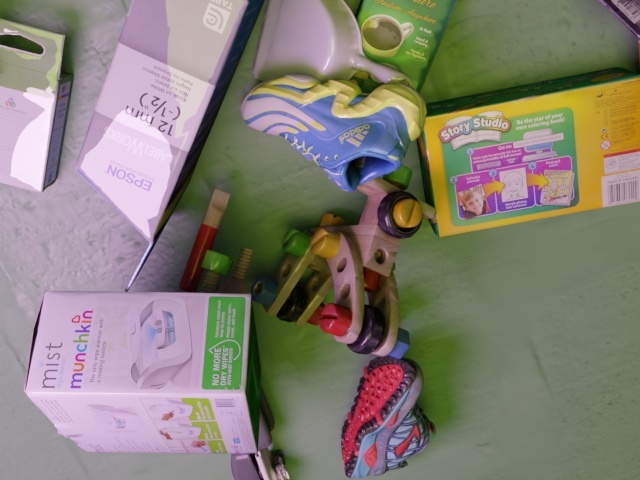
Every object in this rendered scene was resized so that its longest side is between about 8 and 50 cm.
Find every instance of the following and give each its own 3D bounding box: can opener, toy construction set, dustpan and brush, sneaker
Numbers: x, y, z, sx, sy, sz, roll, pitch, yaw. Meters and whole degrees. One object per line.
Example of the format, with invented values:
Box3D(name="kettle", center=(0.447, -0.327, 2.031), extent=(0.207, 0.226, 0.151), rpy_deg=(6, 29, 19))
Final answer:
Box3D(name="can opener", center=(-0.112, 0.288, 1.125), extent=(0.093, 0.074, 0.280), rpy_deg=(-12, 111, 5))
Box3D(name="toy construction set", center=(0.000, 0.000, 0.958), extent=(0.309, 0.257, 0.237), rpy_deg=(18, 86, -5))
Box3D(name="dustpan and brush", center=(0.019, -0.228, 0.902), extent=(0.211, 0.060, 0.147), rpy_deg=(36, 122, 31))
Box3D(name="sneaker", center=(0.114, 0.257, 1.092), extent=(0.125, 0.104, 0.261), rpy_deg=(4, 136, -15))
Box3D(name="sneaker", center=(0.000, -0.126, 0.875), extent=(0.240, 0.126, 0.091), rpy_deg=(2, 151, 25))

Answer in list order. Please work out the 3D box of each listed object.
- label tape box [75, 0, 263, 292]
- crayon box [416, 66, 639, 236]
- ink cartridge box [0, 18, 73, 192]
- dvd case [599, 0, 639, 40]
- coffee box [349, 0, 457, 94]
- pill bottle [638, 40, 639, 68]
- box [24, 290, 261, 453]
Box3D(name="label tape box", center=(-0.182, -0.150, 0.858), extent=(0.115, 0.249, 0.347), rpy_deg=(25, 111, -9))
Box3D(name="crayon box", center=(0.271, -0.115, 0.965), extent=(0.279, 0.081, 0.165), rpy_deg=(-10, 111, 4))
Box3D(name="ink cartridge box", center=(-0.387, -0.176, 0.949), extent=(0.109, 0.062, 0.209), rpy_deg=(14, 110, -5))
Box3D(name="dvd case", center=(0.409, -0.359, 0.852), extent=(0.221, 0.018, 0.164), rpy_deg=(-39, 65, 14))
Box3D(name="coffee box", center=(0.090, -0.249, 0.934), extent=(0.113, 0.040, 0.184), rpy_deg=(17, 111, -6))
Box3D(name="pill bottle", center=(0.458, -0.205, 0.912), extent=(0.117, 0.117, 0.214), rpy_deg=(-11, 111, 4))
Box3D(name="box", center=(-0.192, 0.171, 0.887), extent=(0.231, 0.126, 0.262), rpy_deg=(1, 151, 0))
